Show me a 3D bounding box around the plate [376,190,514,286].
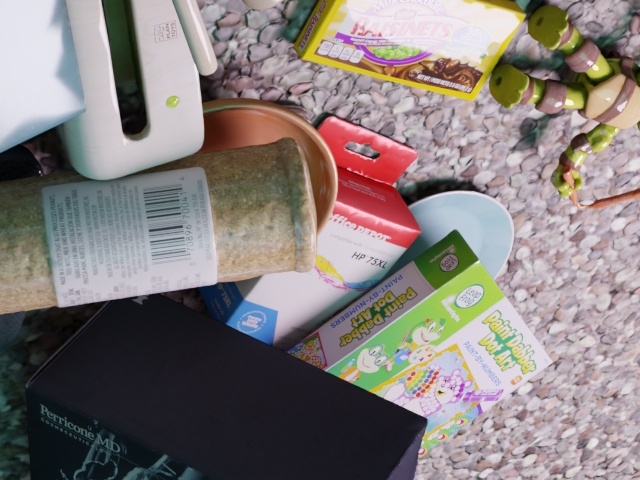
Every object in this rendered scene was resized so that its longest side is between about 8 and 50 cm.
[{"bbox_3d":[0.116,0.015,1.714,0.188,0.024,0.188,-15,135,-15],"label":"plate"}]

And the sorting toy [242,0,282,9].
[{"bbox_3d":[-0.005,-0.301,1.336,0.208,0.038,0.193,-30,138,2],"label":"sorting toy"}]

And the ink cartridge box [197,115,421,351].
[{"bbox_3d":[0.000,0.000,1.598,0.134,0.078,0.231,18,120,-39],"label":"ink cartridge box"}]

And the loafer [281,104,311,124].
[{"bbox_3d":[-0.066,-0.091,1.503,0.125,0.039,0.045,-14,135,-13],"label":"loafer"}]

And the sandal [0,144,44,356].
[{"bbox_3d":[-0.312,0.021,1.484,0.097,0.054,0.254,3,120,-39],"label":"sandal"}]

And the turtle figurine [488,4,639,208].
[{"bbox_3d":[0.288,-0.157,1.593,0.217,0.087,0.269,22,127,-32],"label":"turtle figurine"}]

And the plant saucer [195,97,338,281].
[{"bbox_3d":[-0.084,-0.049,1.470,0.200,0.037,0.200,-7,129,-8],"label":"plant saucer"}]

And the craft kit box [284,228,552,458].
[{"bbox_3d":[0.097,0.131,1.694,0.246,0.061,0.250,-39,142,3],"label":"craft kit box"}]

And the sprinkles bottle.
[{"bbox_3d":[-0.185,-0.006,1.376,0.355,0.121,0.121,-8,135,-8],"label":"sprinkles bottle"}]

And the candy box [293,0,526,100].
[{"bbox_3d":[0.084,-0.194,1.494,0.206,0.027,0.105,9,122,-34],"label":"candy box"}]

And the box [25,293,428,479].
[{"bbox_3d":[-0.099,0.261,1.586,0.179,0.343,0.312,-48,154,-44],"label":"box"}]

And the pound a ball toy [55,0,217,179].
[{"bbox_3d":[-0.169,-0.182,1.239,0.136,0.208,0.319,-17,137,-13],"label":"pound a ball toy"}]

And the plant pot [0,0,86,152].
[{"bbox_3d":[-0.323,-0.135,1.172,0.234,0.165,0.165,-36,141,-29],"label":"plant pot"}]
